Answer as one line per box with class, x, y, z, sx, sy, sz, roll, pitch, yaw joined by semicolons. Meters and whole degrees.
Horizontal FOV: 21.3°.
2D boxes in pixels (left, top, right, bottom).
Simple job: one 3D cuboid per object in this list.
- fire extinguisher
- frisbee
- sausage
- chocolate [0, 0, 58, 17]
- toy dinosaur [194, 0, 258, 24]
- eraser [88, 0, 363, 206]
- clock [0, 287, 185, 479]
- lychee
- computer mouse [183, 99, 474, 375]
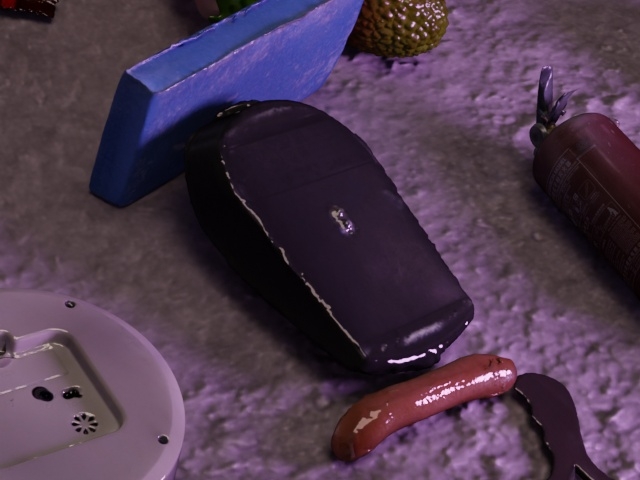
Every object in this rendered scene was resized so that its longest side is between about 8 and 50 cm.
fire extinguisher;0.274;-0.044;1.566;0.105;0.104;0.269;-12;49;-30
frisbee;0.218;0.202;1.345;0.187;0.012;0.211;25;41;6
sausage;0.081;0.128;1.355;0.186;0.043;0.043;-19;53;-35
chocolate;-0.293;-0.281;1.683;0.086;0.028;0.182;13;39;-10
toy dinosaur;-0.086;-0.278;1.664;0.152;0.194;0.177;-23;76;-27
eraser;-0.075;-0.146;1.524;0.043;0.144;0.312;40;45;16
clock;-0.213;0.135;1.212;0.230;0.083;0.230;11;39;-9
lychee;0.061;-0.243;1.703;0.146;0.114;0.114;31;41;-3
computer mouse;-0.003;0.003;1.435;0.168;0.087;0.295;-19;66;-44
